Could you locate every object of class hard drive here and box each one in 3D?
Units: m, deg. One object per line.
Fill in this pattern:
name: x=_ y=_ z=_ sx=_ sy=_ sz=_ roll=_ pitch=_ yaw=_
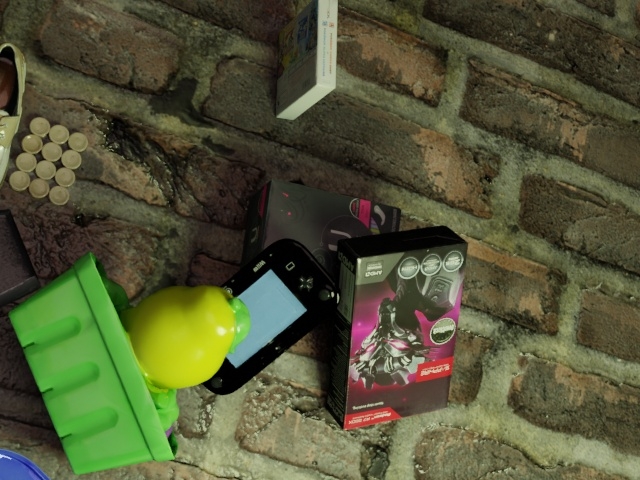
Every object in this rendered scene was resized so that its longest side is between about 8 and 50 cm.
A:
hard drive: x=-0.629 y=0.052 z=1.728 sx=0.254 sy=0.054 sz=0.172 roll=-22 pitch=87 yaw=-24

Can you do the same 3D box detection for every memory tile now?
memory tile: x=-0.500 y=-0.146 z=1.845 sx=0.113 sy=0.012 sz=0.148 roll=20 pitch=73 yaw=-16

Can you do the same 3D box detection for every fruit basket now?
fruit basket: x=-0.296 y=0.184 z=1.701 sx=0.391 sy=0.283 sz=0.392 roll=1 pitch=84 yaw=-7

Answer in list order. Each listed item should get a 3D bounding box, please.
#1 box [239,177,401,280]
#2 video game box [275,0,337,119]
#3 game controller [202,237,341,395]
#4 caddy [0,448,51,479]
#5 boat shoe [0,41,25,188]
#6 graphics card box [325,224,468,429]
box: x=0.000 y=0.000 z=1.935 sx=0.270 sy=0.143 sz=0.165 roll=11 pitch=75 yaw=-18
video game box: x=-0.029 y=-0.356 z=1.970 sx=0.048 sy=0.205 sz=0.187 roll=5 pitch=77 yaw=-24
game controller: x=-0.119 y=0.139 z=1.817 sx=0.319 sy=0.067 sz=0.166 roll=-40 pitch=105 yaw=12
caddy: x=-0.521 y=0.499 z=1.610 sx=0.341 sy=0.179 sz=0.241 roll=48 pitch=44 yaw=-5
boat shoe: x=-0.591 y=-0.209 z=1.772 sx=0.113 sy=0.103 sz=0.302 roll=11 pitch=75 yaw=-19
graphics card box: x=0.139 y=0.164 z=1.879 sx=0.232 sy=0.094 sz=0.371 roll=-6 pitch=115 yaw=-22
